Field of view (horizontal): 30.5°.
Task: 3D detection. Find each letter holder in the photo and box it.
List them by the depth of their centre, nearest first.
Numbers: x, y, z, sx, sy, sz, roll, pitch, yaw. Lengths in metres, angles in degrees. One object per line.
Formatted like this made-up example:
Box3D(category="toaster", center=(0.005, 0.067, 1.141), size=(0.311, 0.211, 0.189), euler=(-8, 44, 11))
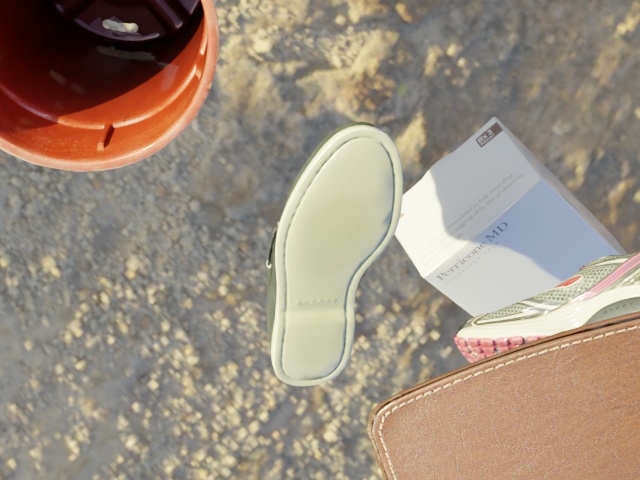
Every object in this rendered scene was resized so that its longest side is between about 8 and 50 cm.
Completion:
Box3D(category="letter holder", center=(0.195, 0.112, 0.761), size=(0.302, 0.152, 0.214), euler=(-16, 113, 9))

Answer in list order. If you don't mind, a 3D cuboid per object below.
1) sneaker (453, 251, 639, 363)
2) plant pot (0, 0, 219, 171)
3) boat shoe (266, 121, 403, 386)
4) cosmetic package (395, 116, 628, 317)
Box3D(category="sneaker", center=(0.298, 0.088, 1.370), size=(0.299, 0.112, 0.121), euler=(-16, 139, 28))
Box3D(category="plant pot", center=(-0.219, -0.246, 1.151), size=(0.272, 0.265, 0.272), euler=(1, 118, 2))
Box3D(category="boat shoe", center=(0.004, 0.000, 1.264), size=(0.127, 0.113, 0.340), euler=(-3, 129, -12))
Box3D(category="cosmetic package", center=(0.295, 0.019, 1.695), size=(0.217, 0.156, 0.385), euler=(-43, 136, 15))
